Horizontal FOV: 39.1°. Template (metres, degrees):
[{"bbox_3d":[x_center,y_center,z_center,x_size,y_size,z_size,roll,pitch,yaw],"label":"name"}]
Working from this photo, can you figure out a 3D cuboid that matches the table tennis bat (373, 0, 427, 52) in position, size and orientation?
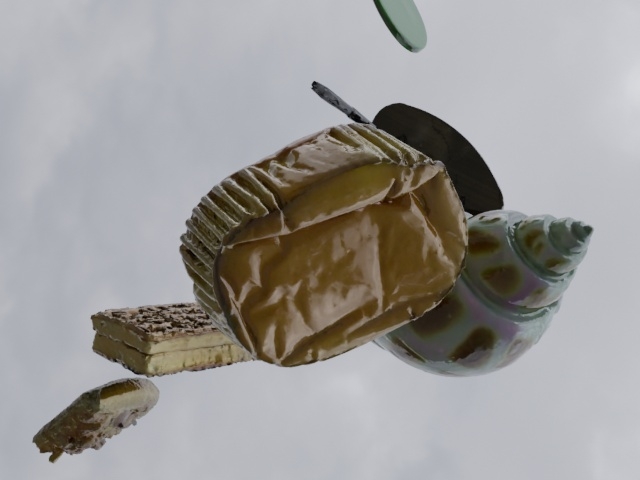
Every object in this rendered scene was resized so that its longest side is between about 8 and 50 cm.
[{"bbox_3d":[0.129,-0.400,1.470,0.039,0.160,0.257,-25,-152,29],"label":"table tennis bat"}]

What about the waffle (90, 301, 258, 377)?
[{"bbox_3d":[-0.254,0.178,1.705,0.212,0.307,0.091,12,-79,47],"label":"waffle"}]

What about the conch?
[{"bbox_3d":[0.178,0.052,1.128,0.367,0.249,0.197,-3,-62,33],"label":"conch"}]

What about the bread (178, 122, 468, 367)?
[{"bbox_3d":[0.000,0.000,0.954,0.288,0.204,0.156,-30,-153,-14],"label":"bread"}]

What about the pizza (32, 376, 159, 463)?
[{"bbox_3d":[-0.392,0.323,1.754,0.268,0.257,0.087,-41,-103,39],"label":"pizza"}]

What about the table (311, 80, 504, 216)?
[{"bbox_3d":[0.085,-0.083,1.473,0.317,0.249,0.318,-7,-103,31],"label":"table"}]
